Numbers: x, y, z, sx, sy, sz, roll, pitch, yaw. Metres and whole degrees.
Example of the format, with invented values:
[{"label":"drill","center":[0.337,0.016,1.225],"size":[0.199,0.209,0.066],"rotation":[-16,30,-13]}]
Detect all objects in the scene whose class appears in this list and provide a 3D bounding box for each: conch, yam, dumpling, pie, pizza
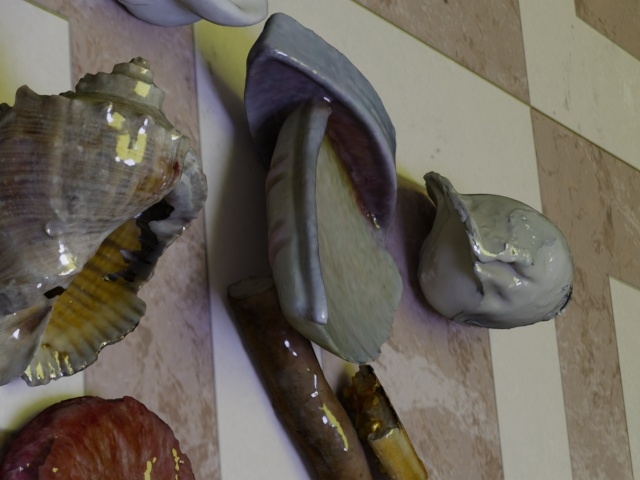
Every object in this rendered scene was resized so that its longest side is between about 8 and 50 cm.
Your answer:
[{"label":"conch","center":[-0.167,-0.009,1.343],"size":[0.178,0.163,0.245],"rotation":[28,82,-33]},{"label":"yam","center":[-0.011,0.136,1.640],"size":[0.241,0.057,0.057],"rotation":[64,31,-20]},{"label":"dumpling","center":[0.155,0.008,1.916],"size":[0.172,0.142,0.247],"rotation":[54,4,28]},{"label":"pie","center":[-0.147,0.208,1.371],"size":[0.219,0.054,0.204],"rotation":[-26,100,-60]},{"label":"pizza","center":[0.054,0.168,1.717],"size":[0.131,0.041,0.178],"rotation":[64,0,11]}]

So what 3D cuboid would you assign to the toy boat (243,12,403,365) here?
[{"label":"toy boat","center":[0.006,-0.016,1.659],"size":[0.276,0.111,0.293],"rotation":[48,35,-60]}]

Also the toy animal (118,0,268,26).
[{"label":"toy animal","center":[-0.072,-0.285,1.622],"size":[0.357,0.194,0.257],"rotation":[-38,135,-42]}]
